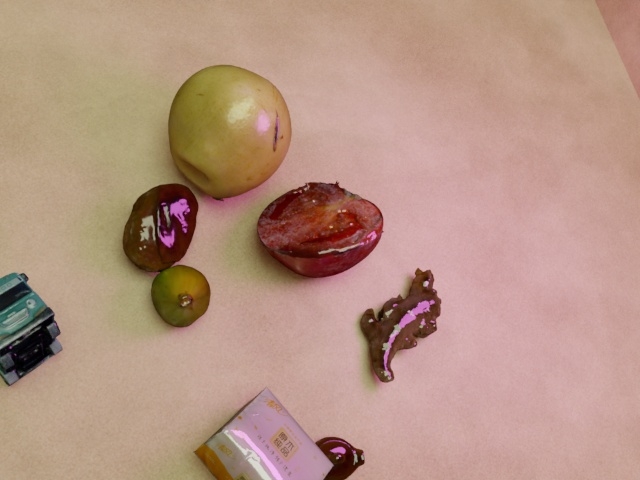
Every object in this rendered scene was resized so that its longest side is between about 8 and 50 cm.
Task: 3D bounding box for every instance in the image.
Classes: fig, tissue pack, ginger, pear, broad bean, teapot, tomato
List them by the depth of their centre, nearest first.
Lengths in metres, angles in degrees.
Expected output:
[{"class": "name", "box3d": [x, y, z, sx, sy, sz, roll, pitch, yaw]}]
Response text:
[{"class": "tissue pack", "box3d": [-0.114, 0.455, 1.335, 0.225, 0.124, 0.185, 49, 30, 5]}, {"class": "teapot", "box3d": [0.036, 0.490, 1.438, 0.129, 0.078, 0.098, 7, 65, -20]}, {"class": "fig", "box3d": [-0.313, 0.125, 1.445, 0.136, 0.121, 0.153, 13, 39, -26]}, {"class": "broad bean", "box3d": [-0.369, -0.031, 1.491, 0.156, 0.122, 0.228, 36, 61, -34]}, {"class": "pear", "box3d": [-0.226, -0.263, 1.560, 0.309, 0.309, 0.309, 9, 64, -18]}, {"class": "tomato", "box3d": [0.003, 0.002, 1.603, 0.309, 0.170, 0.309, -6, 42, 6]}, {"class": "ginger", "box3d": [0.208, 0.205, 1.646, 0.166, 0.080, 0.333, 39, 64, 16]}]

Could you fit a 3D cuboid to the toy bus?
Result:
[{"class": "toy bus", "box3d": [-0.590, 0.171, 1.228, 0.147, 0.256, 0.128, 47, 58, 7]}]
